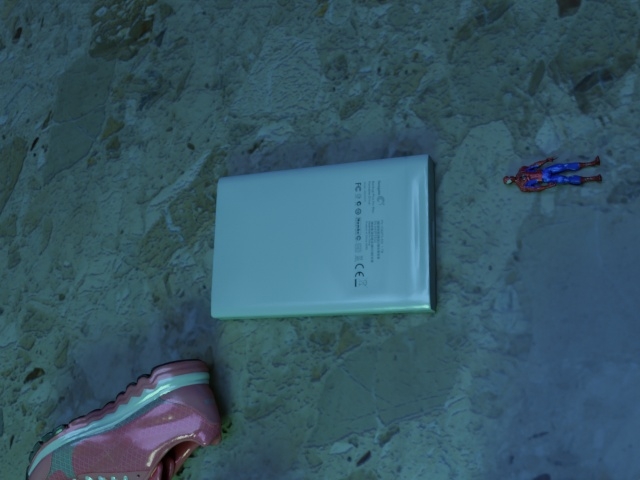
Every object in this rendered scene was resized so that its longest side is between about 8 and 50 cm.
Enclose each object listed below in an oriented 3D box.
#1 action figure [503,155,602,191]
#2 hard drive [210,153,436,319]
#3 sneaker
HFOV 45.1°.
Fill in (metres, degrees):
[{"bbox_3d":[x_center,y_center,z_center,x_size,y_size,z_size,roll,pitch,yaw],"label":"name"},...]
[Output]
[{"bbox_3d":[0.281,-0.081,0.943,0.115,0.030,0.038,-7,79,23],"label":"action figure"},{"bbox_3d":[0.000,0.000,1.034,0.307,0.040,0.203,-4,75,22],"label":"hard drive"},{"bbox_3d":[-0.266,0.288,1.036,0.313,0.116,0.136,-34,68,12],"label":"sneaker"}]
